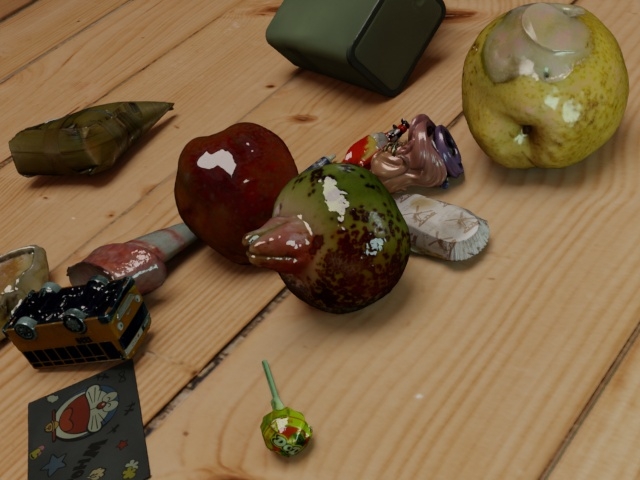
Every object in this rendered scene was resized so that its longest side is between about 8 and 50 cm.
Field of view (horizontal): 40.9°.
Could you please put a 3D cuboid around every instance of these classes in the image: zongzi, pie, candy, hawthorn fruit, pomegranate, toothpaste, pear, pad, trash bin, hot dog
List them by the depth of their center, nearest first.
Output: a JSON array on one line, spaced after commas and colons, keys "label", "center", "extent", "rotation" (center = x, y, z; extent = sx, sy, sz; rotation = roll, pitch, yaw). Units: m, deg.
[{"label": "candy", "center": [-0.055, 0.203, 1.088], "extent": [0.058, 0.062, 0.194], "rotation": [-63, 21, 16]}, {"label": "pomegranate", "center": [0.000, 0.000, 1.163], "extent": [0.247, 0.214, 0.214], "rotation": [-7, 19, -43]}, {"label": "pad", "center": [-0.319, 0.267, 1.165], "extent": [0.170, 0.006, 0.245], "rotation": [-22, 34, -4]}, {"label": "hot dog", "center": [0.168, -0.020, 1.272], "extent": [0.099, 0.053, 0.192], "rotation": [-37, 35, -25]}, {"label": "pear", "center": [0.343, -0.231, 1.329], "extent": [0.271, 0.271, 0.271], "rotation": [-13, 35, 10]}, {"label": "hawthorn fruit", "center": [-0.113, -0.064, 1.361], "extent": [0.208, 0.208, 0.248], "rotation": [-30, 59, -14]}, {"label": "pie", "center": [-0.631, 0.107, 1.483], "extent": [0.337, 0.075, 0.338], "rotation": [-14, 40, 12]}, {"label": "toothpaste", "center": [-0.025, -0.115, 1.525], "extent": [0.140, 0.021, 0.037], "rotation": [-38, 39, -21]}, {"label": "trash bin", "center": [0.055, -0.452, 1.771], "extent": [0.343, 0.158, 0.223], "rotation": [28, 86, 49]}, {"label": "zongzi", "center": [-0.495, -0.236, 1.857], "extent": [0.260, 0.123, 0.289], "rotation": [-2, 28, 29]}]

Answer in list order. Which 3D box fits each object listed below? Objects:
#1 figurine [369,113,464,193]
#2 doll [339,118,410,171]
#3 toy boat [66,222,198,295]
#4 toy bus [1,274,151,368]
[{"label": "figurine", "center": [0.149, -0.132, 1.382], "extent": [0.156, 0.126, 0.114], "rotation": [-19, 2, 0]}, {"label": "doll", "center": [0.093, -0.157, 1.494], "extent": [0.169, 0.057, 0.109], "rotation": [-33, 8, -34]}, {"label": "toy boat", "center": [-0.274, 0.010, 1.440], "extent": [0.206, 0.096, 0.282], "rotation": [-3, 26, 48]}, {"label": "toy bus", "center": [-0.356, 0.127, 1.278], "extent": [0.200, 0.114, 0.098], "rotation": [-9, 35, 25]}]
